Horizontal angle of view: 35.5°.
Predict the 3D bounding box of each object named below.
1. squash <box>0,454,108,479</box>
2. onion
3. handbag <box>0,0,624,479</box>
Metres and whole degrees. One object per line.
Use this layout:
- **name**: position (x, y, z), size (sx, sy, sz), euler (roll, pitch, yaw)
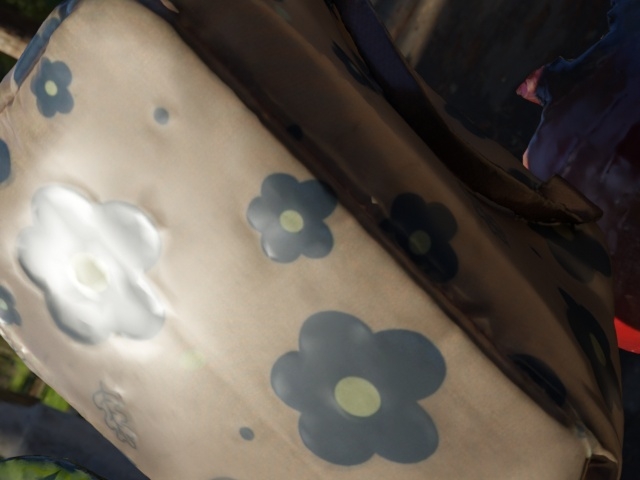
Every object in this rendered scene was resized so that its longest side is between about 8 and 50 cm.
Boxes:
- **squash**: position (-0.128, 0.274, 0.504), size (0.233, 0.309, 0.210), euler (-22, 7, 9)
- **onion**: position (0.306, -0.077, 0.708), size (0.341, 0.341, 0.341), euler (-54, 20, 29)
- **handbag**: position (0.000, 0.000, 0.419), size (0.190, 0.251, 0.193), euler (-39, 9, 38)
